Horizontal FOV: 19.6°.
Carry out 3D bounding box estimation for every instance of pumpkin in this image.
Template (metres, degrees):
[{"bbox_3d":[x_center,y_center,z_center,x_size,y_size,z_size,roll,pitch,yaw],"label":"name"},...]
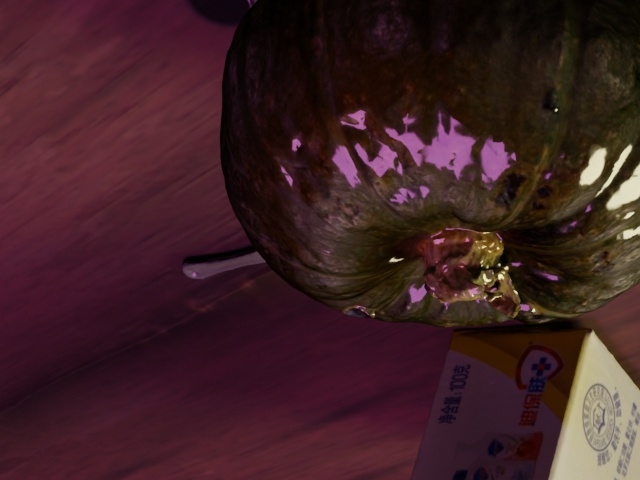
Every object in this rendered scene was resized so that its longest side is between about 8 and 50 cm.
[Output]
[{"bbox_3d":[0.061,-0.043,0.828,0.224,0.157,0.223,2,152,1],"label":"pumpkin"}]

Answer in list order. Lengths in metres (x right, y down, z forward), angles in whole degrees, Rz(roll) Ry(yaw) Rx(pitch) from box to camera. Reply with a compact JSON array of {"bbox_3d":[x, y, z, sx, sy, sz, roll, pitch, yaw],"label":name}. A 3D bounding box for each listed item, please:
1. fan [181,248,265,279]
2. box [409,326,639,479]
[{"bbox_3d":[0.000,0.000,1.064,0.220,0.009,0.132,-13,138,38],"label":"fan"},{"bbox_3d":[0.123,0.200,1.083,0.097,0.265,0.168,-6,143,36],"label":"box"}]
